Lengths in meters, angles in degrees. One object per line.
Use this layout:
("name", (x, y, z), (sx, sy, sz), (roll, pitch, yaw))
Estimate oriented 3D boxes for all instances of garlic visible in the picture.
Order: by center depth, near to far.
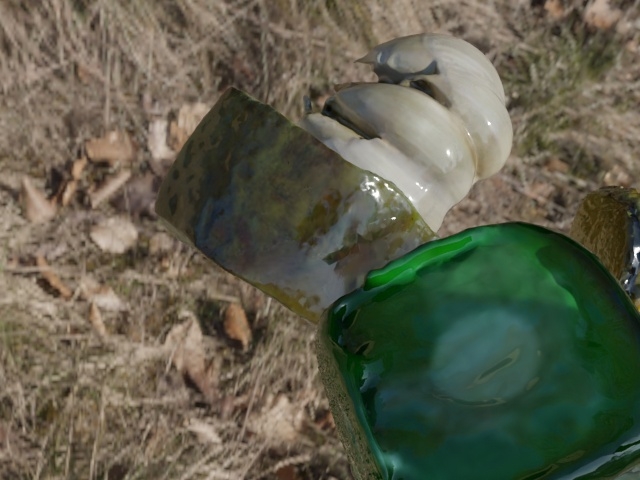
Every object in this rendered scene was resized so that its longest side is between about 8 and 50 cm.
("garlic", (0.065, -0.085, 1.189), (0.203, 0.281, 0.185), (43, 17, -18))

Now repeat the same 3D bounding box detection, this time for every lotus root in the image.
("lotus root", (0.000, 0.000, 0.863), (0.235, 0.138, 0.119), (37, 85, -31))

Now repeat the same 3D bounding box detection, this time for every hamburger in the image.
("hamburger", (0.325, 0.025, 1.139), (0.131, 0.159, 0.185), (11, 16, -13))

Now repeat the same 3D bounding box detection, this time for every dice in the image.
("dice", (0.075, 0.079, 0.511), (0.128, 0.120, 0.131), (-20, 51, -7))
